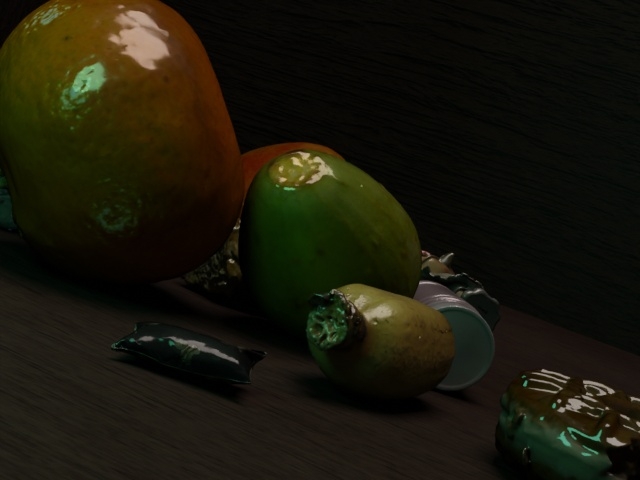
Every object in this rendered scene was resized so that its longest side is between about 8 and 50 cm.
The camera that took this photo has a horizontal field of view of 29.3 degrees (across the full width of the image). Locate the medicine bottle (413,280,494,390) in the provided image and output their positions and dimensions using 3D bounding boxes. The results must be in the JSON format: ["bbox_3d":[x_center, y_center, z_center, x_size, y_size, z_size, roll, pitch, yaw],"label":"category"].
[{"bbox_3d":[0.174,0.139,1.837,0.133,0.133,0.249,18,3,-6],"label":"medicine bottle"}]

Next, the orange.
[{"bbox_3d":[-0.288,-0.137,1.683,0.326,0.424,0.424,-21,10,-6],"label":"orange"}]

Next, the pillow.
[{"bbox_3d":[-0.136,0.119,1.286,0.150,0.048,0.090,15,-5,3],"label":"pillow"}]

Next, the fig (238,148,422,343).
[{"bbox_3d":[0.000,0.000,1.747,0.258,0.258,0.326,22,-27,38],"label":"fig"}]

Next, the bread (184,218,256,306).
[{"bbox_3d":[-0.077,0.047,1.959,0.267,0.130,0.152,16,46,-36],"label":"bread"}]

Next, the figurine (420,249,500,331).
[{"bbox_3d":[0.217,0.091,2.489,0.207,0.166,0.387,36,-2,-31],"label":"figurine"}]

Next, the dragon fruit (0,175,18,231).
[{"bbox_3d":[-0.433,-0.117,1.977,0.283,0.221,0.204,13,12,-33],"label":"dragon fruit"}]

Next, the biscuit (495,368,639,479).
[{"bbox_3d":[0.340,0.237,1.397,0.366,0.115,0.268,17,4,-38],"label":"biscuit"}]

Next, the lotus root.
[{"bbox_3d":[0.072,0.129,1.512,0.146,0.131,0.303,22,3,31],"label":"lotus root"}]

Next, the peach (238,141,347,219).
[{"bbox_3d":[-0.079,-0.053,2.312,0.307,0.289,0.289,24,1,-29],"label":"peach"}]
